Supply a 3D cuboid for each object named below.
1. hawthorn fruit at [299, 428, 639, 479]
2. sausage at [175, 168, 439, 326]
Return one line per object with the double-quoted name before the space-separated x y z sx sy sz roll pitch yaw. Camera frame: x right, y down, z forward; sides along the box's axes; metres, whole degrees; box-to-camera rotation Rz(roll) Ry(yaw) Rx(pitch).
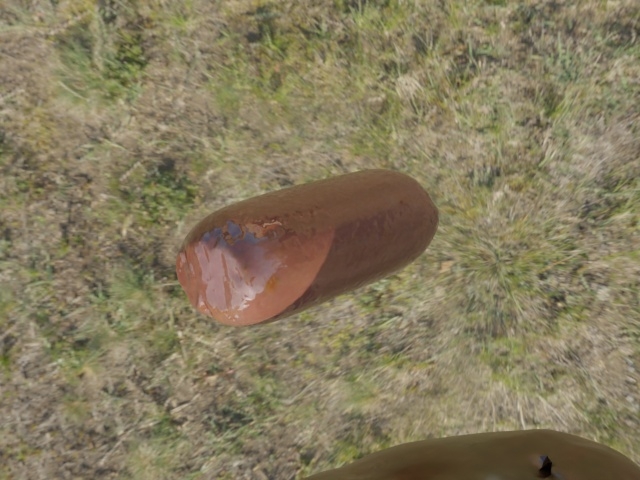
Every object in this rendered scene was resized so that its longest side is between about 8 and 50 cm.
"hawthorn fruit" 0.076 0.239 0.401 0.308 0.325 0.309 0 89 -9
"sausage" 0.000 0.000 0.415 0.062 0.154 0.062 16 114 41
